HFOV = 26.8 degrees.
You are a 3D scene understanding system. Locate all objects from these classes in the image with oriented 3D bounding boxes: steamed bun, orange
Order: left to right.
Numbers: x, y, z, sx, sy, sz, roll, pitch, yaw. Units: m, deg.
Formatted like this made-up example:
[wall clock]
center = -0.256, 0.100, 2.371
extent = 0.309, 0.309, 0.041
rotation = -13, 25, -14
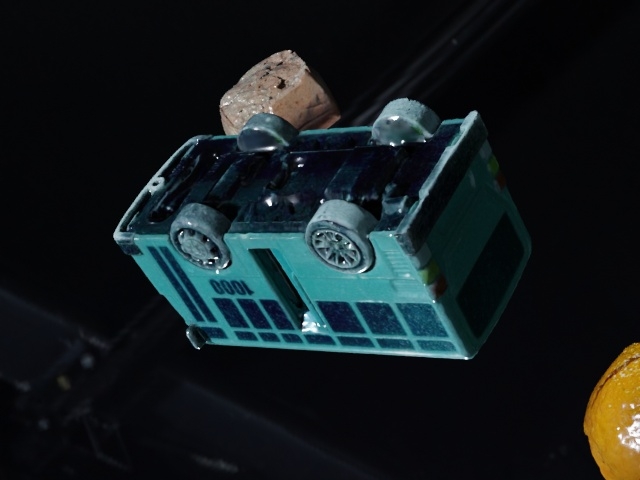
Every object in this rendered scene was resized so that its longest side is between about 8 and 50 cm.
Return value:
[steamed bun]
center = -0.058, -0.169, 1.720
extent = 0.145, 0.175, 0.106
rotation = -32, -70, -4
[orange]
center = 0.326, 0.169, 1.164
extent = 0.161, 0.193, 0.193
rotation = -48, -46, 13

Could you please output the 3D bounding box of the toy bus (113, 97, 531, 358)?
[toy bus]
center = 0.000, 0.000, 0.920
extent = 0.128, 0.256, 0.147
rotation = -56, -51, -35
